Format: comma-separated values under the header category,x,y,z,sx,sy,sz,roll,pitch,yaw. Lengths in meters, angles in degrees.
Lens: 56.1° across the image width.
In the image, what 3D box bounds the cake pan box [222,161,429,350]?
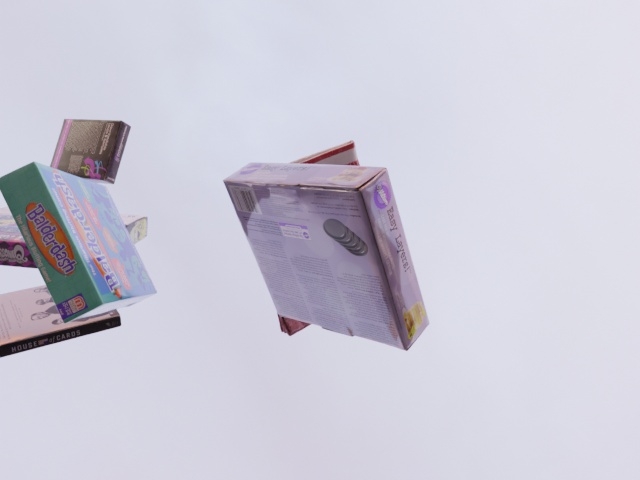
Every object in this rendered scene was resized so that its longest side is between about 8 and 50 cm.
category,x,y,z,sx,sy,sz,roll,pitch,yaw
cake pan box,0.001,0.015,0.826,0.070,0.266,0.246,-39,-59,-36

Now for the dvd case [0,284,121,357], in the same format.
category,x,y,z,sx,sy,sz,roll,pitch,yaw
dvd case,-0.499,0.132,1.065,0.238,0.179,0.030,-13,-62,-31

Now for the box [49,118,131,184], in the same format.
category,x,y,z,sx,sy,sz,roll,pitch,yaw
box,-0.431,-0.166,1.115,0.162,0.029,0.116,8,-101,31

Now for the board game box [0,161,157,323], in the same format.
category,x,y,z,sx,sy,sz,roll,pitch,yaw
board game box,-0.267,0.005,0.690,0.047,0.210,0.160,-26,-91,-1

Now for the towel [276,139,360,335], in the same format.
category,x,y,z,sx,sy,sz,roll,pitch,yaw
towel,0.000,0.000,1.146,0.237,0.037,0.329,-24,-61,-26

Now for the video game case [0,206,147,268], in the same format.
category,x,y,z,sx,sy,sz,roll,pitch,yaw
video game case,-0.403,-0.008,0.887,0.231,0.210,0.042,5,-76,3
